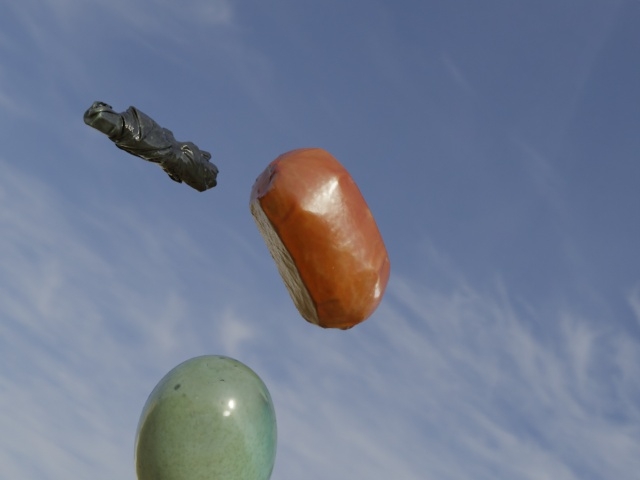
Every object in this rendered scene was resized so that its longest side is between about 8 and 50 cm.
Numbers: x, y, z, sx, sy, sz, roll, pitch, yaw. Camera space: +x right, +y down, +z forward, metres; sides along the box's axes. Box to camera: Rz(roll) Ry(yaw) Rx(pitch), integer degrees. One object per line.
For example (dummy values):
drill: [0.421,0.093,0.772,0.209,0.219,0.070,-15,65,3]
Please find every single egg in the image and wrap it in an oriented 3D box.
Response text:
egg: [-0.136,0.246,1.405,0.169,0.169,0.236,17,-62,19]

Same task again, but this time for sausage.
sausage: [0.001,-0.001,1.685,0.268,0.141,0.153,65,-18,-11]

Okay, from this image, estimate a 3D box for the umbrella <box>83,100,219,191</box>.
umbrella: [-0.229,-0.131,1.622,0.236,0.059,0.066,28,23,-50]
